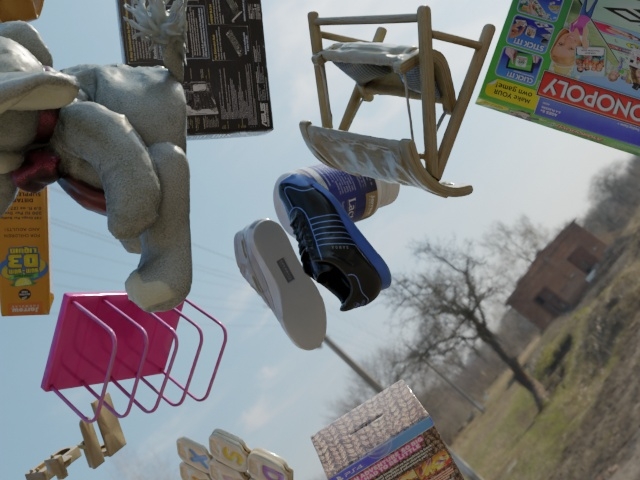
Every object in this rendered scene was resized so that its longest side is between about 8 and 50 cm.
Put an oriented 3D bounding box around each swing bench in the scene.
[{"bbox_3d":[0.102,-0.208,0.999,0.165,0.253,0.255,-2,-76,-38],"label":"swing bench"}]

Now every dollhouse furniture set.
[{"bbox_3d":[-0.530,0.417,1.391,0.151,0.123,0.144,-14,6,21],"label":"dollhouse furniture set"}]

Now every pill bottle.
[{"bbox_3d":[0.040,-0.106,1.461,0.264,0.153,0.153,-20,-32,-33],"label":"pill bottle"}]

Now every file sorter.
[{"bbox_3d":[-0.360,0.229,1.319,0.290,0.182,0.202,3,-72,-53],"label":"file sorter"}]

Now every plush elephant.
[{"bbox_3d":[-0.269,-0.100,0.663,0.255,0.272,0.330,-1,-67,-20],"label":"plush elephant"}]

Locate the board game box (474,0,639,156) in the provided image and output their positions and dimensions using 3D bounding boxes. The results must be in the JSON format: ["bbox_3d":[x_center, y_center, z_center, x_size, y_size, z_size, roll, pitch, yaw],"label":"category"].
[{"bbox_3d":[0.411,-0.251,0.948,0.046,0.317,0.213,46,-116,-83],"label":"board game box"}]

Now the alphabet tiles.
[{"bbox_3d":[-0.110,0.415,1.021,0.021,0.278,0.284,-45,-34,-49],"label":"alphabet tiles"}]

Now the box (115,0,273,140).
[{"bbox_3d":[-0.218,-0.329,1.132,0.242,0.307,0.076,-8,5,-19],"label":"box"}]

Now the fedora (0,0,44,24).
[{"bbox_3d":[-0.444,-0.369,0.928,0.079,0.194,0.194,-6,-26,-2],"label":"fedora"}]

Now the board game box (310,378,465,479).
[{"bbox_3d":[0.156,0.484,1.370,0.232,0.291,0.141,-30,24,-4],"label":"board game box"}]

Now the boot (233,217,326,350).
[{"bbox_3d":[-0.079,0.084,1.237,0.095,0.258,0.123,-23,4,-28],"label":"boot"}]

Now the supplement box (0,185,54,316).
[{"bbox_3d":[-0.465,0.000,1.036,0.078,0.080,0.233,-2,-72,-20],"label":"supplement box"}]

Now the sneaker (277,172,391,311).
[{"bbox_3d":[0.000,0.000,0.959,0.090,0.232,0.081,-30,-21,-34],"label":"sneaker"}]
